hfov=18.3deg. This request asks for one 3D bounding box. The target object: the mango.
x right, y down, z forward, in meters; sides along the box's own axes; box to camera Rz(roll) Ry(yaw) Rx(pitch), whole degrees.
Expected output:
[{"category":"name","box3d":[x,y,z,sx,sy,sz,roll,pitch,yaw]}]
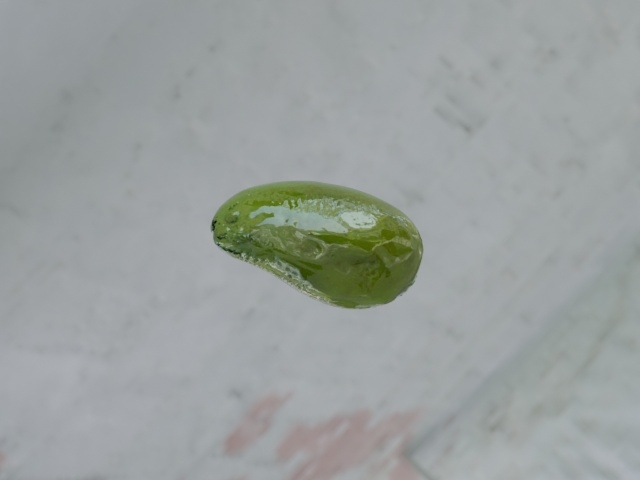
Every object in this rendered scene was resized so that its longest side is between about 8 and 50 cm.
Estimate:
[{"category":"mango","box3d":[0.000,0.000,1.461,0.165,0.091,0.074,12,-36,-22]}]
